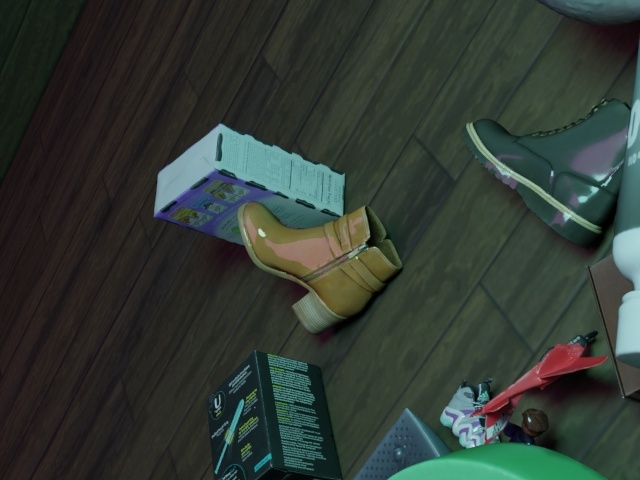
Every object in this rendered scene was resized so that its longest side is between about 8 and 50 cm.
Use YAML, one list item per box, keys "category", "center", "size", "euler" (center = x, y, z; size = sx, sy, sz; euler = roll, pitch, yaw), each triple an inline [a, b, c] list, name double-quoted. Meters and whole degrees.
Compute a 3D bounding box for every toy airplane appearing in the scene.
- category: "toy airplane"
  center: [0.190, 0.126, 0.947]
  size: [0.028, 0.151, 0.151]
  euler: [52, 131, 3]

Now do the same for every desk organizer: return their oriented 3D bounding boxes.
- category: "desk organizer"
  center: [0.274, 0.071, 0.907]
  size: [0.050, 0.047, 0.130]
  euler: [-38, 45, 39]

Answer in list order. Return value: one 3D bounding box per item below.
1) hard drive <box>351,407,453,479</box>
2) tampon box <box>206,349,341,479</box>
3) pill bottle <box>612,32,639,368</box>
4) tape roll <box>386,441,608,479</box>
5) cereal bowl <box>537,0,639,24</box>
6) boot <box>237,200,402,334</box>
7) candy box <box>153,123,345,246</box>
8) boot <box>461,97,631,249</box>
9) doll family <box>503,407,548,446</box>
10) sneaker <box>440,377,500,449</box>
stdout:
- category: "hard drive"
  center: [0.106, 0.309, 1.041]
  size: [0.172, 0.054, 0.255]
  euler: [-58, 35, 23]
- category: "tampon box"
  center: [-0.060, 0.238, 1.288]
  size: [0.120, 0.101, 0.161]
  euler: [-46, 39, 35]
- category: "pill bottle"
  center: [0.308, -0.041, 0.800]
  size: [0.161, 0.161, 0.283]
  euler: [-7, 69, 56]
- category: "tape roll"
  center: [0.149, 0.326, 0.844]
  size: [0.321, 0.077, 0.321]
  euler: [5, 97, 46]
- category: "cereal bowl"
  center: [0.316, -0.324, 0.902]
  size: [0.339, 0.141, 0.339]
  euler: [-58, 11, 19]
- category: "boot"
  center: [0.000, 0.000, 1.291]
  size: [0.152, 0.073, 0.197]
  euler: [-40, 83, 31]
- category: "candy box"
  center: [-0.093, -0.060, 1.395]
  size: [0.165, 0.196, 0.070]
  euler: [-29, 50, 48]
- category: "boot"
  center: [0.237, -0.099, 1.038]
  size: [0.137, 0.076, 0.198]
  euler: [-56, 48, 16]
- category: "doll family"
  center: [0.189, 0.230, 0.922]
  size: [0.193, 0.076, 0.111]
  euler: [48, 136, 42]
- category: "sneaker"
  center: [0.158, 0.168, 1.045]
  size: [0.098, 0.038, 0.069]
  euler: [37, 107, 56]
